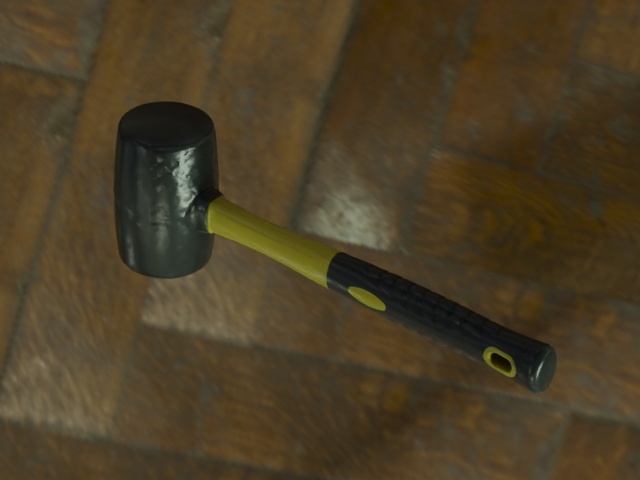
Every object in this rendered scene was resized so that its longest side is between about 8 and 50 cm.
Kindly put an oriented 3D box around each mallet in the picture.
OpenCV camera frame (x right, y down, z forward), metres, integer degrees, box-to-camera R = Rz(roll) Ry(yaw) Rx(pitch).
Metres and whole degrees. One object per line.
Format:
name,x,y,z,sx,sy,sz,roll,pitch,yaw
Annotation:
mallet,0.000,0.000,0.663,0.039,0.189,0.062,-33,130,-42
